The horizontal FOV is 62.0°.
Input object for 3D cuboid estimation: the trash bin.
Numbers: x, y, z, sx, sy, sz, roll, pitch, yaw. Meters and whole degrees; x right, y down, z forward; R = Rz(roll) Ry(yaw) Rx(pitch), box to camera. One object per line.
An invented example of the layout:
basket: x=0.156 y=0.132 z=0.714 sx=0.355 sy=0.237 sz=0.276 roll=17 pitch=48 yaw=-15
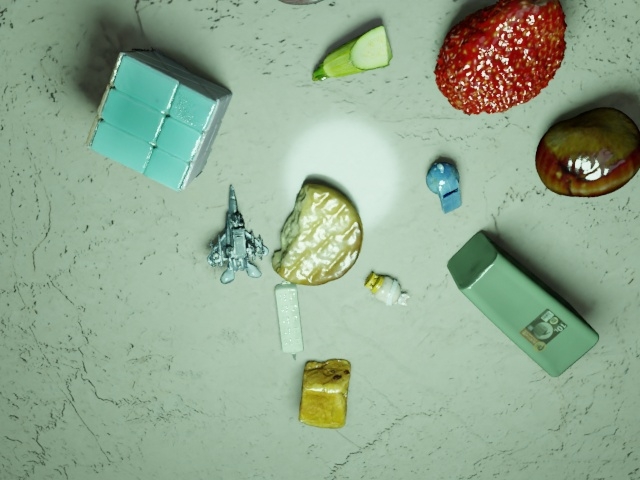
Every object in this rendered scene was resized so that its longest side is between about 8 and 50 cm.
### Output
trash bin: x=0.503 y=0.158 z=1.373 sx=0.343 sy=0.223 sz=0.158 roll=37 pitch=106 yaw=-11

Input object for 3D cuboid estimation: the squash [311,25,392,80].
squash: x=0.068 y=-0.418 z=1.235 sx=0.200 sy=0.075 sz=0.090 roll=-22 pitch=135 yaw=9

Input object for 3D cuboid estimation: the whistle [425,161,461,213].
whistle: x=0.310 y=-0.144 z=1.343 sx=0.090 sy=0.090 sz=0.158 roll=-20 pitch=148 yaw=7

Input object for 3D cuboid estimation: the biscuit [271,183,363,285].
biscuit: x=0.000 y=0.000 z=1.383 sx=0.213 sy=0.091 sz=0.274 roll=27 pitch=107 yaw=-7

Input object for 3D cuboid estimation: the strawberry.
strawberry: x=0.393 y=-0.398 z=1.157 sx=0.260 sy=0.258 sz=0.261 roll=-3 pitch=108 yaw=-8

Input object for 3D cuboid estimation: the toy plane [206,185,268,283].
toy plane: x=-0.216 y=-0.016 z=1.384 sx=0.169 sy=0.078 sz=0.247 roll=-8 pitch=109 yaw=-26

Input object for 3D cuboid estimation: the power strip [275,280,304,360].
power strip: x=-0.085 y=0.234 z=1.503 sx=0.060 sy=0.027 sz=0.253 roll=-5 pitch=110 yaw=2

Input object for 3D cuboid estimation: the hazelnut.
hazelnut: x=0.631 y=-0.194 z=1.262 sx=0.229 sy=0.229 sz=0.230 roll=0 pitch=110 yaw=0

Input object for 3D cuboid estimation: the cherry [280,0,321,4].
cherry: x=-0.018 y=-0.610 z=1.106 sx=0.266 sy=0.183 sz=0.213 roll=-34 pitch=99 yaw=9

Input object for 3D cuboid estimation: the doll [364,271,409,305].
doll: x=0.178 y=0.142 z=1.453 sx=0.127 sy=0.073 sz=0.084 roll=33 pitch=140 yaw=-7

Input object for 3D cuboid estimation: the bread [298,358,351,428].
bread: x=0.013 y=0.435 z=1.521 sx=0.143 sy=0.149 sz=0.158 roll=3 pitch=117 yaw=1

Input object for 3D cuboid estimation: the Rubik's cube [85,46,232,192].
Rubik's cube: x=-0.352 y=-0.279 z=1.209 sx=0.231 sy=0.221 sz=0.225 roll=26 pitch=108 yaw=-9
